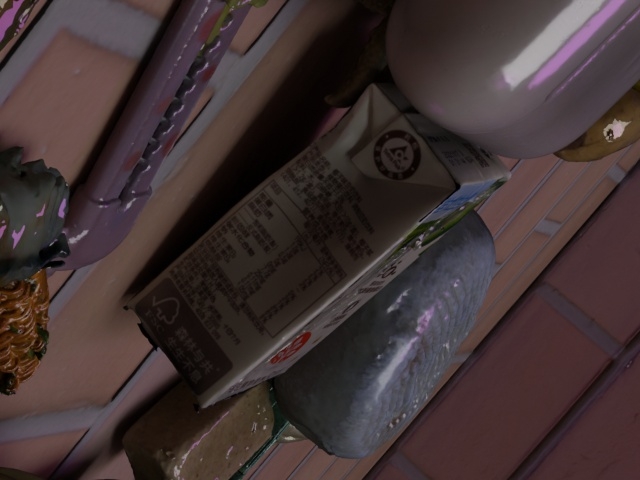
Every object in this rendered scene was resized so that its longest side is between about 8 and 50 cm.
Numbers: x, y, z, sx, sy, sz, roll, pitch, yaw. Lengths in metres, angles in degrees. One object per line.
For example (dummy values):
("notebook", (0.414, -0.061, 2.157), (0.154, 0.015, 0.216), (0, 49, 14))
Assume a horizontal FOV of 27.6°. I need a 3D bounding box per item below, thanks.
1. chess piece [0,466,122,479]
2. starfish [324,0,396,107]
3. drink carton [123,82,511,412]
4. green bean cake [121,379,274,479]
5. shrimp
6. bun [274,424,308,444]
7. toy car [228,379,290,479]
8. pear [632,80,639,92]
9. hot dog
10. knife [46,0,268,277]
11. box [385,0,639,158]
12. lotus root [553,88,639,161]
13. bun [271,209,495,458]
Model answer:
("chess piece", (-0.267, 0.326, 1.248), (0.234, 0.234, 0.442), (-48, 168, 0))
("starfish", (0.160, -0.283, 1.121), (0.432, 0.082, 0.324), (-32, 158, -24))
("drink carton", (-0.001, 0.000, 1.209), (0.324, 0.132, 0.194), (-41, 171, 20))
("green bean cake", (-0.136, 0.222, 1.504), (0.179, 0.085, 0.109), (-40, 141, -37))
("shrimp", (-0.208, -0.063, 0.750), (0.185, 0.068, 0.287), (-39, 153, -42))
("bun", (-0.036, 0.232, 1.834), (0.183, 0.102, 0.183), (-40, 163, -15))
("toy car", (-0.091, 0.235, 1.714), (0.224, 0.090, 0.076), (-49, 170, 6))
("pear", (0.403, -0.311, 1.416), (0.269, 0.269, 0.321), (-29, 143, -50))
("hot dog", (-0.230, 0.057, 0.963), (0.072, 0.055, 0.188), (-39, 163, -25))
("knife", (-0.093, -0.123, 0.929), (0.132, 0.038, 0.398), (-17, 146, -58))
("box", (0.201, -0.198, 1.057), (0.289, 0.141, 0.349), (-44, 164, 12))
("lotus root", (0.419, -0.225, 1.809), (0.343, 0.169, 0.151), (-36, 133, -34))
("bun", (0.061, 0.097, 1.571), (0.354, 0.194, 0.354), (-49, 158, -27))
